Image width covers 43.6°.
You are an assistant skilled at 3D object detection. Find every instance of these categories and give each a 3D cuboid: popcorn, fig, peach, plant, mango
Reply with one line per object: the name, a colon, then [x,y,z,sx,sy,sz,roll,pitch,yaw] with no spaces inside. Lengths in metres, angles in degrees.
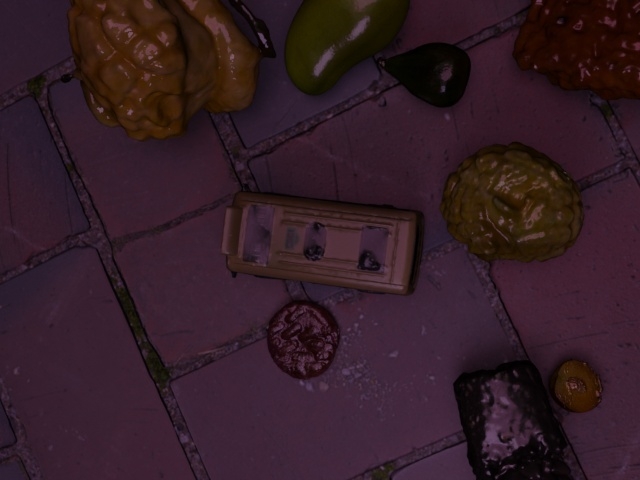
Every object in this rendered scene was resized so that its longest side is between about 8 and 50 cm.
popcorn: [-0.274,-0.353,1.460,0.381,0.349,0.349,-6,88,5]
fig: [0.193,-0.316,1.491,0.177,0.117,0.117,18,92,26]
peach: [0.457,0.264,1.447,0.098,0.061,0.098,2,79,-11]
plant: [0.336,0.381,1.408,0.194,0.181,0.321,-16,81,9]
popcorn: [0.349,-0.053,1.415,0.237,0.251,0.206,-19,58,42]
mango: [0.044,-0.405,1.499,0.175,0.143,0.293,44,106,2]

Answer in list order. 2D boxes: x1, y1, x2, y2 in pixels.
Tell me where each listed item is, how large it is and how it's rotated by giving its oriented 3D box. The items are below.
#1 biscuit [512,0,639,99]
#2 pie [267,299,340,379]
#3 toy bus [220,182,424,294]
biscuit: [0.511,-0.405,1.392,0.318,0.110,0.312,19,91,36]
pie: [-0.033,0.191,1.546,0.154,0.036,0.155,0,90,10]
toy bus: [0.000,0.000,1.462,0.365,0.202,0.177,6,91,10]
